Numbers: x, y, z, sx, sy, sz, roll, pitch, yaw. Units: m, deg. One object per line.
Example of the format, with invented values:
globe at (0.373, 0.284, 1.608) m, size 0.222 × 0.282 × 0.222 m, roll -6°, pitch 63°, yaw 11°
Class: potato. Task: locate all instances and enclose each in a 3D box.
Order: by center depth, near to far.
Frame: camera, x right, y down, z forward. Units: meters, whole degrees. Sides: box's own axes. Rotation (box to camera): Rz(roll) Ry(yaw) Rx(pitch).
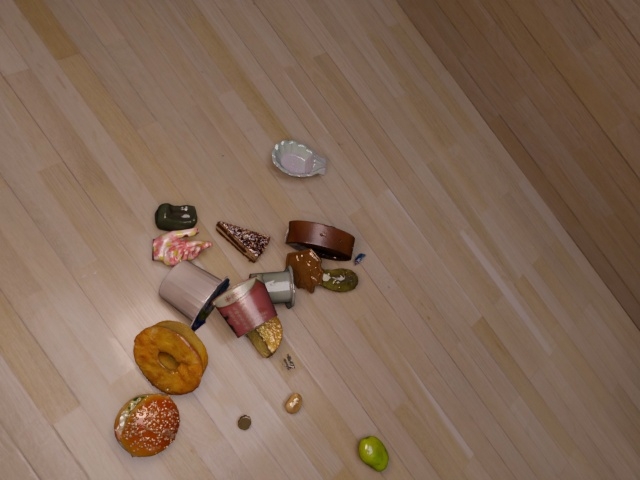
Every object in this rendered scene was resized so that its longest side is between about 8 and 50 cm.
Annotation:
potato at (-0.113, 0.703, 1.818) m, size 0.068 × 0.062 × 0.083 m, roll 36°, pitch 92°, yaw -38°
potato at (0.081, 0.190, 2.047) m, size 0.226 × 0.090 × 0.117 m, roll 7°, pitch 71°, yaw -21°

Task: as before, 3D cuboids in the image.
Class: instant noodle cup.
instant noodle cup at (-0.289, 0.263, 1.667) m, size 0.235 × 0.235 × 0.178 m, roll -27°, pitch 83°, yaw -27°

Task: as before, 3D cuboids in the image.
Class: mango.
mango at (0.238, 0.944, 1.877) m, size 0.163 × 0.089 × 0.117 m, roll 43°, pitch 54°, yaw -18°

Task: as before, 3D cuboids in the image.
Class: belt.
belt at (0.000, 0.000, 2.008) m, size 0.339 × 0.217 × 0.122 m, roll 17°, pitch 74°, yaw -21°

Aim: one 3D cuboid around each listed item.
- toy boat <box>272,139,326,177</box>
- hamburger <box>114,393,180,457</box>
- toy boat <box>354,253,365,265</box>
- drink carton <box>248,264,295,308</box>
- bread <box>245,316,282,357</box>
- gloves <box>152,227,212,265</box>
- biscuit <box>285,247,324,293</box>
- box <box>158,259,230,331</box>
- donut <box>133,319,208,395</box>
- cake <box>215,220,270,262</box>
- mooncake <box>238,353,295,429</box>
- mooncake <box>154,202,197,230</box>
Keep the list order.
toy boat at (-0.116, -0.396, 2.150) m, size 0.291 × 0.100 × 0.199 m, roll 12°, pitch 70°, yaw -18°
hamburger at (-0.637, 0.682, 1.562) m, size 0.237 × 0.147 × 0.236 m, roll 6°, pitch 74°, yaw -22°
toy boat at (0.201, 0.098, 2.159) m, size 0.038 × 0.038 × 0.083 m, roll 46°, pitch 62°, yaw -3°
drink carton at (-0.220, 0.206, 1.873) m, size 0.190 × 0.191 × 0.185 m, roll 2°, pitch 75°, yaw -15°
bread at (-0.241, 0.383, 1.822) m, size 0.140 × 0.143 × 0.228 m, roll -32°, pitch 86°, yaw -28°
gloves at (-0.589, 0.032, 1.809) m, size 0.242 × 0.126 × 0.145 m, roll 2°, pitch 49°, yaw -19°
biscuit at (-0.068, 0.149, 1.965) m, size 0.034 × 0.183 × 0.215 m, roll -41°, pitch 116°, yaw -66°
box at (-0.537, 0.224, 1.723) m, size 0.207 × 0.262 × 0.291 m, roll 34°, pitch 73°, yaw 4°
donut at (-0.562, 0.439, 1.619) m, size 0.303 × 0.303 × 0.110 m, roll 46°, pitch 26°, yaw -3°
cake at (-0.347, -0.026, 1.932) m, size 0.246 × 0.112 × 0.135 m, roll 43°, pitch 60°, yaw -1°
mooncake at (-0.224, 0.641, 1.796) m, size 0.347 × 0.057 × 0.150 m, roll -32°, pitch 100°, yaw -30°
mooncake at (-0.620, -0.103, 1.811) m, size 0.169 × 0.175 × 0.104 m, roll -8°, pitch 77°, yaw 19°
